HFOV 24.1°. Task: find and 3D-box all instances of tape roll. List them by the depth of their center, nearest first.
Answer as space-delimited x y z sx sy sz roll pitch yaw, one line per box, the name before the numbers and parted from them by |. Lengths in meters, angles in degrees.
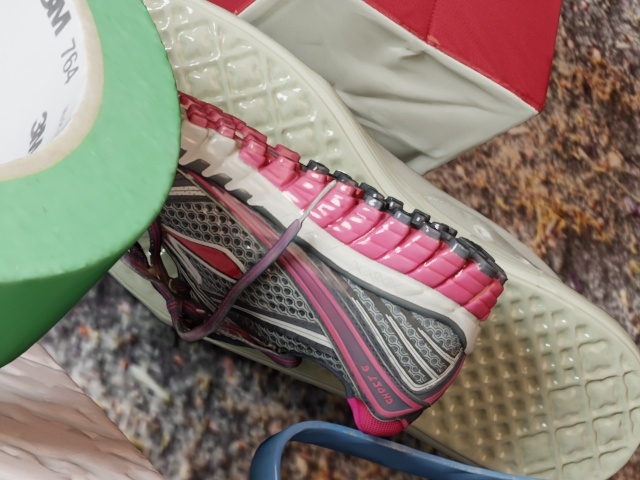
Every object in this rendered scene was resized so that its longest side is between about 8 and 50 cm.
tape roll | -0.202 -0.093 0.566 0.321 0.077 0.321 33 33 -24

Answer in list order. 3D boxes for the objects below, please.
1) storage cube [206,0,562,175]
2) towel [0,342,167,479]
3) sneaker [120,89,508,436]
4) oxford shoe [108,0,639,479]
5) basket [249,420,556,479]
storage cube | 0.030 -0.166 0.961 0.183 0.215 0.193 29 57 -25
towel | -0.224 0.055 0.586 0.331 0.317 0.053 23 93 -30
sneaker | -0.058 -0.007 0.763 0.299 0.112 0.121 28 6 5
oxford shoe | 0.000 0.000 0.905 0.449 0.169 0.130 34 7 -11
basket | 0.074 0.247 0.760 0.254 0.201 0.289 17 61 -29
